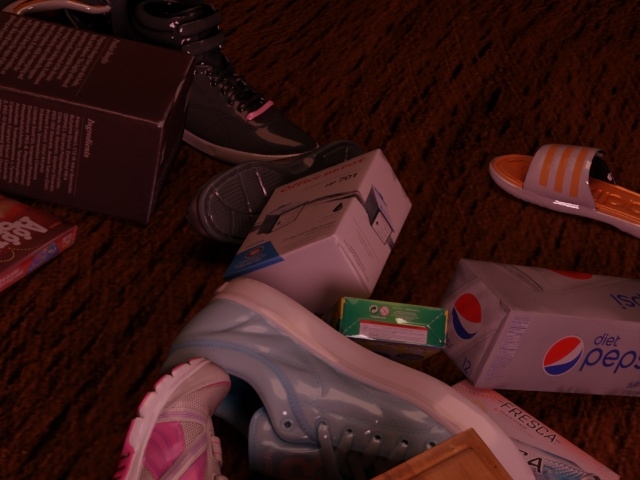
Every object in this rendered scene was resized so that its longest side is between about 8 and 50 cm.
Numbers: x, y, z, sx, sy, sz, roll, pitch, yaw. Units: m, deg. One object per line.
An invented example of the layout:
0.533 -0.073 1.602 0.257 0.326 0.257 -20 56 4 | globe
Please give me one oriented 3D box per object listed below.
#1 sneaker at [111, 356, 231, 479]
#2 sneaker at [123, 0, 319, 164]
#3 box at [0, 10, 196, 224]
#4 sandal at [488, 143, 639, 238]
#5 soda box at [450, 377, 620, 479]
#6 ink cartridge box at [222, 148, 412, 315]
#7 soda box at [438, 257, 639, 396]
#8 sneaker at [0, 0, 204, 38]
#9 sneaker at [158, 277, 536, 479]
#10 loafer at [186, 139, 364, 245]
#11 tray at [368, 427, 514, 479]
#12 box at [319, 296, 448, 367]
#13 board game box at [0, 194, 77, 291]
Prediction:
-0.122 0.209 1.373 0.111 0.103 0.252 25 53 2 | sneaker
-0.124 -0.194 1.988 0.295 0.147 0.104 26 32 18 | sneaker
-0.347 -0.156 1.858 0.381 0.143 0.191 12 31 2 | box
0.340 -0.074 2.030 0.265 0.076 0.102 19 31 10 | sandal
0.184 0.202 1.546 0.183 0.058 0.063 33 37 31 | soda box
0.000 0.000 1.706 0.139 0.082 0.191 -21 23 27 | ink cartridge box
0.253 0.091 1.661 0.286 0.091 0.098 7 27 -34 | soda box
-0.272 -0.276 2.092 0.321 0.126 0.127 -18 37 -24 | sneaker
0.013 0.179 1.483 0.366 0.135 0.150 28 54 26 | sneaker
-0.056 -0.047 1.855 0.084 0.096 0.267 -10 7 45 | loafer
0.149 0.340 1.162 0.203 0.076 0.411 -22 62 -35 | tray
0.052 0.093 1.615 0.105 0.043 0.179 7 -11 -8 | box
-0.370 0.012 1.645 0.145 0.027 0.281 22 24 12 | board game box
